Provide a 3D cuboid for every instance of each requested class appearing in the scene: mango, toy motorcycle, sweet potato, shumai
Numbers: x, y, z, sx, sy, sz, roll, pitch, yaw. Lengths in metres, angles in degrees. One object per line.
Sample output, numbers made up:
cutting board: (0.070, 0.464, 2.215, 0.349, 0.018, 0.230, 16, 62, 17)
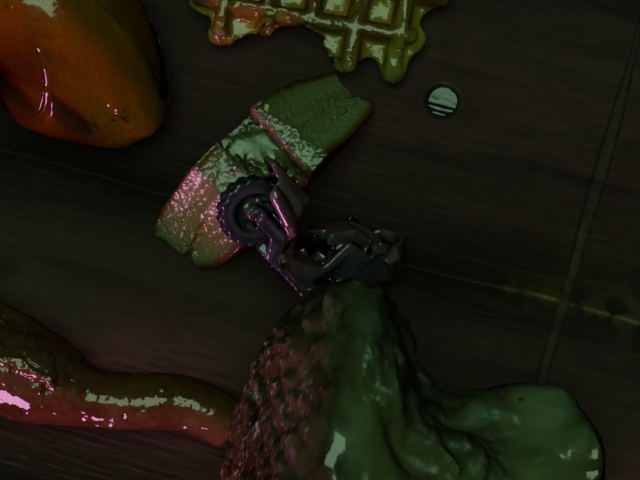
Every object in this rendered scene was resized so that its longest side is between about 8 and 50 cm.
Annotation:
mango: (-0.233, -0.198, 1.605, 0.166, 0.136, 0.236, -43, 109, -43)
toy motorcycle: (0.000, 0.000, 1.559, 0.118, 0.084, 0.212, -44, 119, 0)
sweet potato: (-0.263, 0.125, 1.583, 0.385, 0.109, 0.109, 20, 83, 7)
shumai: (0.078, 0.236, 1.439, 0.323, 0.324, 0.397, 12, 119, -13)

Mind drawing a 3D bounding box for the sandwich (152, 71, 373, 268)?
sandwich: (-0.055, -0.072, 1.604, 0.244, 0.088, 0.090, -44, 83, -3)

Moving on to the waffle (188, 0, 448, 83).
waffle: (-0.005, -0.297, 1.654, 0.301, 0.058, 0.281, 34, 85, 9)
